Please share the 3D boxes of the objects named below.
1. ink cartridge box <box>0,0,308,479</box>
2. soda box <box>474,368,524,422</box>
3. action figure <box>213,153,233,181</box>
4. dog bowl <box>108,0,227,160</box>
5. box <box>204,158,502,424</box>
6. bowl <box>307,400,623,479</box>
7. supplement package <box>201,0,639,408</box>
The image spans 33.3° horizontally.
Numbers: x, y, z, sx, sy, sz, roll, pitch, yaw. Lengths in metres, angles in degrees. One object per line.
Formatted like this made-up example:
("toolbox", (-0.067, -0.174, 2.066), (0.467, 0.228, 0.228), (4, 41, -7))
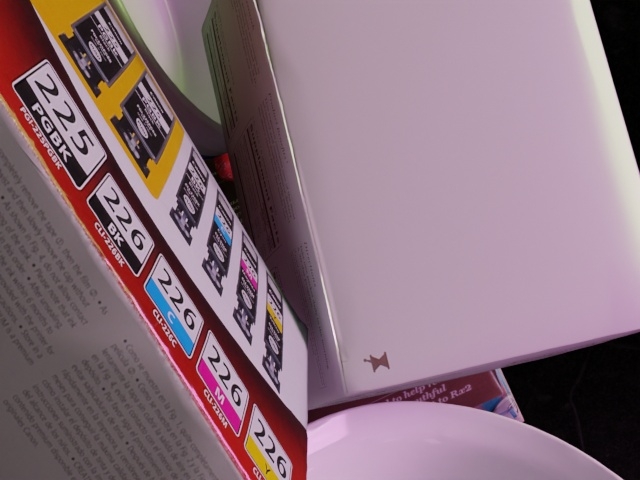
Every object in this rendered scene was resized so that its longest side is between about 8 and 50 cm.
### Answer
("ink cartridge box", (-0.132, -0.029, 0.471), (0.309, 0.130, 0.272), (60, 9, -18))
("soda box", (0.144, 0.111, 1.103), (0.063, 0.058, 0.183), (47, 18, -59))
("action figure", (-0.058, -0.184, 0.941), (0.091, 0.139, 0.280), (138, -50, -65))
("dog bowl", (-0.131, -0.179, 0.753), (0.265, 0.104, 0.265), (48, 32, -46))
("box", (0.000, 0.000, 0.909), (0.143, 0.191, 0.381), (57, 12, -34))
("bowl", (0.077, 0.244, 0.633), (0.298, 0.298, 0.134), (-103, -158, -54))
("supplement package", (0.061, -0.048, 0.647), (0.145, 0.204, 0.262), (140, -61, -71))
